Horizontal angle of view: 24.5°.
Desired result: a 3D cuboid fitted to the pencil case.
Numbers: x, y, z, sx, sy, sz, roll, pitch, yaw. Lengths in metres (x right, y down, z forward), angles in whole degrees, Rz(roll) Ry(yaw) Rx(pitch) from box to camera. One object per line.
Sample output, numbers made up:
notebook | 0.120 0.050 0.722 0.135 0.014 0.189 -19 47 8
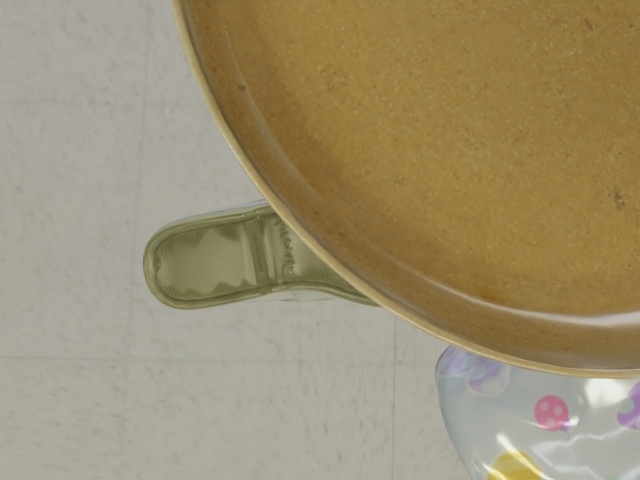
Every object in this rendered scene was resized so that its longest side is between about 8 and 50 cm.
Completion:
pencil case | 0.174 0.023 0.645 0.273 0.113 0.124 -44 38 25

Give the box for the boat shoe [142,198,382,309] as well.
boat shoe | 0.000 0.000 1.289 0.302 0.103 0.113 -2 99 1

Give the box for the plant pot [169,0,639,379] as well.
plant pot | 0.068 -0.078 0.408 0.236 0.032 0.236 3 79 -18
